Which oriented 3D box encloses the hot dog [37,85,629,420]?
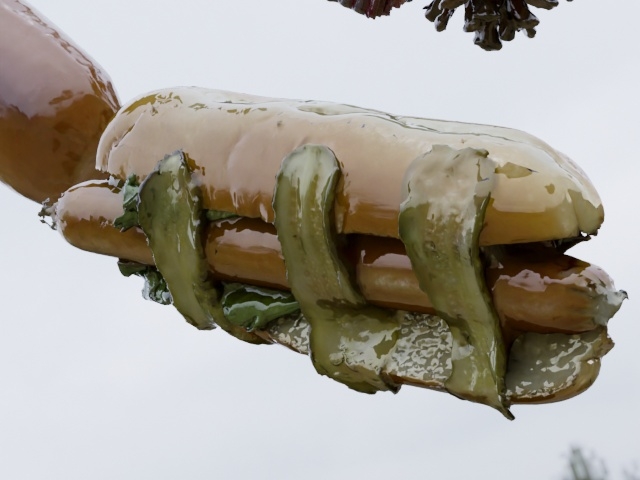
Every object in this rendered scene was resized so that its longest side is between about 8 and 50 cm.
[{"bbox_3d":[0.000,0.000,0.727,0.269,0.109,0.072,10,35,37],"label":"hot dog"}]

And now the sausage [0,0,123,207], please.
[{"bbox_3d":[-0.223,-0.117,1.183,0.105,0.274,0.105,-39,-28,-26],"label":"sausage"}]

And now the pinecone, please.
[{"bbox_3d":[0.135,-0.250,1.556,0.179,0.195,0.150,0,-20,-4],"label":"pinecone"}]

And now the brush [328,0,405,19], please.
[{"bbox_3d":[-0.077,-0.225,1.261,0.060,0.321,0.050,-35,-32,-51],"label":"brush"}]
